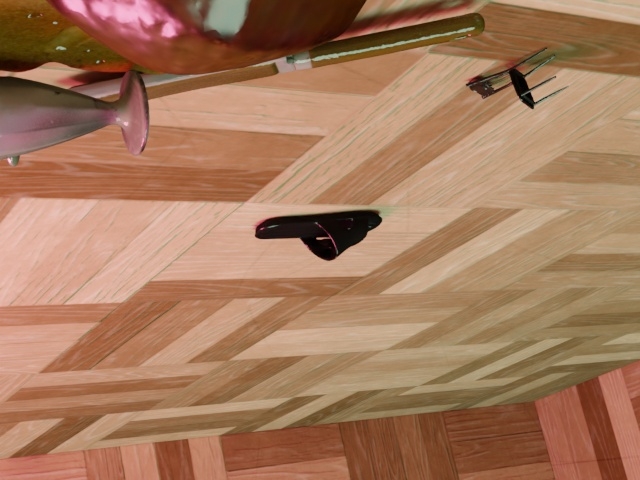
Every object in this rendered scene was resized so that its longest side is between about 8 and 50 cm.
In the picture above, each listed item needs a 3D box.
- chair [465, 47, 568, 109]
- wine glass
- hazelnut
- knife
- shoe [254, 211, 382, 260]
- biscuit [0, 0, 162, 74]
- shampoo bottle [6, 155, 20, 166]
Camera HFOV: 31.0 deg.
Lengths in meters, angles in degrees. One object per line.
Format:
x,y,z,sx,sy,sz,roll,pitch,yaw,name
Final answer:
0.180,-0.139,1.059,0.086,0.042,0.037,-23,156,28,chair
-0.204,-0.090,0.821,0.155,0.073,0.073,-6,161,-24,wine glass
-0.050,-0.177,0.559,0.210,0.186,0.210,6,164,2,hazelnut
-0.039,-0.145,0.911,0.343,0.027,0.061,-11,179,2,knife
0.000,0.000,1.353,0.159,0.053,0.062,-1,156,-25,shoe
-0.166,-0.154,0.787,0.225,0.036,0.166,-1,166,-34,biscuit
-0.341,-0.060,0.917,0.204,0.065,0.065,-11,162,-1,shampoo bottle
